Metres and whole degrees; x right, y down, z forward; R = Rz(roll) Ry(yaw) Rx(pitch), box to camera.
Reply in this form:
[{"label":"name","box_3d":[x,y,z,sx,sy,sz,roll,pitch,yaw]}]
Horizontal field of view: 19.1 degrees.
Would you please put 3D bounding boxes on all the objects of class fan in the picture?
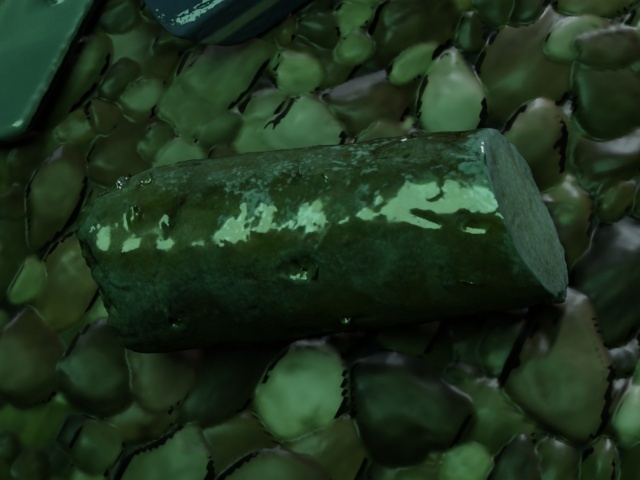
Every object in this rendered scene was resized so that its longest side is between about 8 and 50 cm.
[{"label":"fan","box_3d":[-0.094,-0.167,0.876,0.057,0.023,0.282,15,71,36]}]

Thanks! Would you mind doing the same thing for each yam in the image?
[{"label":"yam","box_3d":[0.000,0.000,0.723,0.179,0.078,0.078,-7,63,19]}]

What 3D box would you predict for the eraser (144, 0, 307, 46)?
[{"label":"eraser","box_3d":[0.016,-0.168,0.824,0.225,0.036,0.082,-35,58,1]}]
